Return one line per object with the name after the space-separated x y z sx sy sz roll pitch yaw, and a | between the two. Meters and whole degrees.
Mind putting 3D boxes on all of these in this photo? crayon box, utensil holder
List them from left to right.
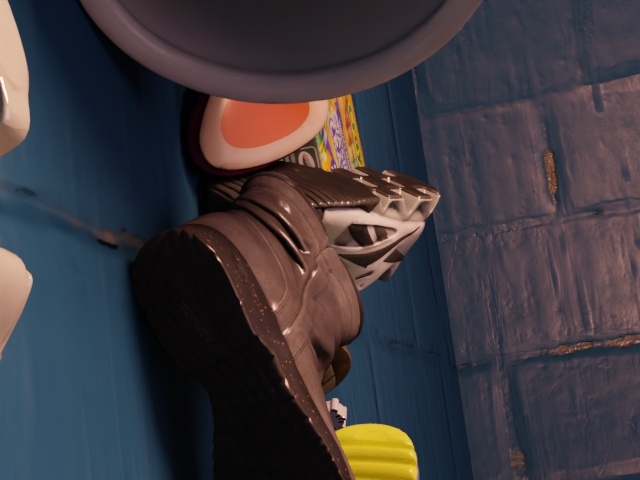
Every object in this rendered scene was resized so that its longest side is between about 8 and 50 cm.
-0.036 -0.364 0.954 0.327 0.327 0.385 65 17 -51 | utensil holder
0.000 -0.088 1.468 0.323 0.083 0.203 -50 130 -75 | crayon box

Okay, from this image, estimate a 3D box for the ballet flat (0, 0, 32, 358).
-0.177 -0.014 0.490 0.123 0.123 0.348 50 32 -67 | ballet flat

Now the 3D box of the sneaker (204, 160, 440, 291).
0.000 0.000 1.203 0.330 0.122 0.146 3 112 -50 | sneaker

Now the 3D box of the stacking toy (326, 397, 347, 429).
-0.020 0.195 1.215 0.167 0.052 0.221 -87 162 -47 | stacking toy

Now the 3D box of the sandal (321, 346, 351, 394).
-0.016 0.111 1.297 0.180 0.072 0.049 63 -1 -42 | sandal

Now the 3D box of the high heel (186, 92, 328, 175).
-0.073 -0.163 1.229 0.127 0.181 0.377 57 41 -16 | high heel

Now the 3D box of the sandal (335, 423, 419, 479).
0.019 0.322 1.097 0.138 0.126 0.317 74 31 -48 | sandal

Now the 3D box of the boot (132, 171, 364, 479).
-0.011 0.112 0.971 0.222 0.118 0.338 -32 105 -63 | boot
